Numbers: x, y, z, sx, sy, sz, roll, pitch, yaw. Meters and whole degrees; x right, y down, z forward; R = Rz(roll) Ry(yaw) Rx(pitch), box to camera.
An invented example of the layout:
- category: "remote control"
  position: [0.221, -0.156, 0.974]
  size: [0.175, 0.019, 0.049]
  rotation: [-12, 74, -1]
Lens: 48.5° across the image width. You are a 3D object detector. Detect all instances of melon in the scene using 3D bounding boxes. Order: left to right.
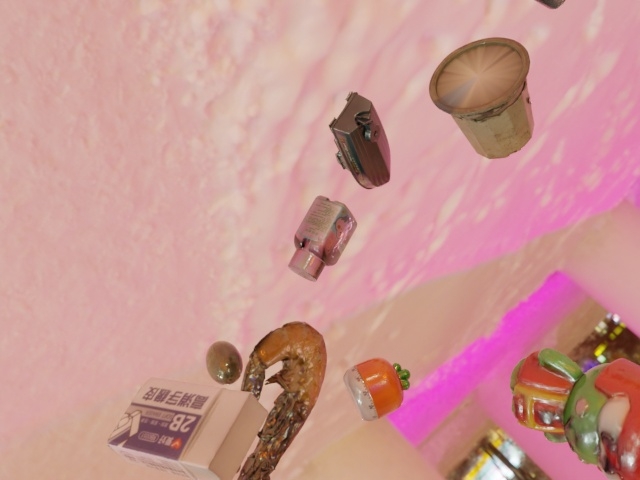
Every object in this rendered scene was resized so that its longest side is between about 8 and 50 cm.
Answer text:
- category: "melon"
  position: [-0.255, 0.322, 1.879]
  size: [0.098, 0.131, 0.098]
  rotation: [-11, 129, -14]

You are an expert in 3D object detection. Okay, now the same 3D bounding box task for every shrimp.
- category: "shrimp"
  position: [-0.115, 0.398, 1.687]
  size: [0.272, 0.085, 0.445]
  rotation: [41, 67, -46]

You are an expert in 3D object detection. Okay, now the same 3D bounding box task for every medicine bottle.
- category: "medicine bottle"
  position: [0.000, 0.000, 1.716]
  size: [0.188, 0.094, 0.119]
  rotation: [-61, 150, -14]

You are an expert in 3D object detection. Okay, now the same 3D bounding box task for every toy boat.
- category: "toy boat"
  position: [0.097, -0.214, 1.665]
  size: [0.114, 0.122, 0.296]
  rotation: [-56, 150, -17]

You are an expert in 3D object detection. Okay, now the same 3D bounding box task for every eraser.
- category: "eraser"
  position: [-0.190, 0.267, 1.010]
  size: [0.068, 0.210, 0.124]
  rotation: [59, 47, -33]

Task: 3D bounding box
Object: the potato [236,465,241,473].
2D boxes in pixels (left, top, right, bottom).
- category: "potato"
  position: [-0.219, 0.536, 1.771]
  size: [0.045, 0.092, 0.046]
  rotation: [0, 166, 2]

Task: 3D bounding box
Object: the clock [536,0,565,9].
- category: "clock"
  position: [0.424, -0.533, 1.150]
  size: [0.312, 0.061, 0.313]
  rotation: [-156, -90, -89]

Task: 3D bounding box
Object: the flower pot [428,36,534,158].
- category: "flower pot"
  position: [0.369, -0.291, 1.518]
  size: [0.212, 0.212, 0.202]
  rotation: [-45, 133, -1]

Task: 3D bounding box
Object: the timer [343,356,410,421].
- category: "timer"
  position: [0.113, 0.275, 1.351]
  size: [0.136, 0.099, 0.136]
  rotation: [-21, 138, -20]

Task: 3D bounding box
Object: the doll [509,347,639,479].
- category: "doll"
  position: [0.456, 0.270, 1.050]
  size: [0.160, 0.363, 0.183]
  rotation: [-22, 116, -31]
